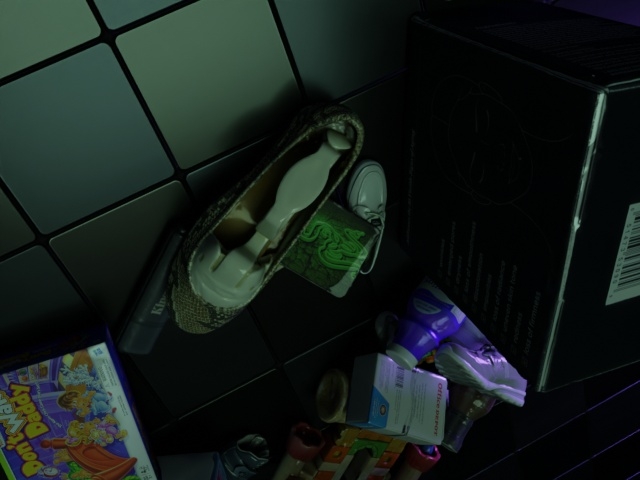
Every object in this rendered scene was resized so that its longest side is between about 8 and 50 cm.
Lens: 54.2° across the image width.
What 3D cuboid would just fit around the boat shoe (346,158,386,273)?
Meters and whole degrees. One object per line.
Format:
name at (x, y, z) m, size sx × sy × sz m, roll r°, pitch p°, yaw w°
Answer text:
boat shoe at (0.097, -0.041, 1.207) m, size 0.083 × 0.076 × 0.226 m, roll -9°, pitch 121°, yaw -19°

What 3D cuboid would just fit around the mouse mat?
mouse mat at (0.000, 0.000, 1.150) m, size 0.189 × 0.007 × 0.153 m, roll 30°, pitch 87°, yaw -12°

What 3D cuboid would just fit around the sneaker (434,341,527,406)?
sneaker at (0.341, 0.258, 1.320) m, size 0.281 × 0.105 × 0.115 m, roll 31°, pitch 72°, yaw -38°

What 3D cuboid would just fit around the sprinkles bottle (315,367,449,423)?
sprinkles bottle at (0.163, 0.383, 1.454) m, size 0.355 × 0.121 × 0.121 m, roll 18°, pitch 110°, yaw -30°

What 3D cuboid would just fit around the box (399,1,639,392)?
box at (0.366, -0.105, 1.043) m, size 0.297 × 0.472 × 0.480 m, roll -13°, pitch 122°, yaw -18°

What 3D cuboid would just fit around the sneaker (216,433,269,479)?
sneaker at (-0.165, 0.536, 1.424) m, size 0.163 × 0.086 × 0.226 m, roll -34°, pitch 125°, yaw 2°

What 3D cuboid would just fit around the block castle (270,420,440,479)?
block castle at (0.140, 0.571, 1.444) m, size 0.453 × 0.303 × 0.213 m, roll 17°, pitch 110°, yaw -31°

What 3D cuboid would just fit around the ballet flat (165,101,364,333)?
ballet flat at (-0.097, -0.031, 1.031) m, size 0.164 × 0.182 × 0.483 m, roll 38°, pitch 92°, yaw -16°

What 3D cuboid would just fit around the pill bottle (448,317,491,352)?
pill bottle at (0.375, 0.163, 1.400) m, size 0.193 × 0.108 × 0.108 m, roll -49°, pitch 127°, yaw -11°

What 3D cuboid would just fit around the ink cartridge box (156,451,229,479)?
ink cartridge box at (-0.305, 0.642, 1.340) m, size 0.270 × 0.151 × 0.395 m, roll -6°, pitch 125°, yaw 6°

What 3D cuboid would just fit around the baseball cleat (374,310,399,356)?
baseball cleat at (0.171, 0.252, 1.389) m, size 0.072 × 0.109 × 0.206 m, roll -30°, pitch 128°, yaw -11°

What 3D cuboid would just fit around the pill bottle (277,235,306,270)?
pill bottle at (-0.085, 0.022, 1.173) m, size 0.116 × 0.065 × 0.065 m, roll -30°, pitch 126°, yaw -4°

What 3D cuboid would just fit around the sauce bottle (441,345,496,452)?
sauce bottle at (0.370, 0.322, 1.446) m, size 0.111 × 0.111 × 0.344 m, roll 45°, pitch 71°, yaw -36°

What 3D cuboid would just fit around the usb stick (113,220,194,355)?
usb stick at (-0.292, 0.093, 1.137) m, size 0.077 × 0.045 × 0.278 m, roll 21°, pitch 108°, yaw -31°

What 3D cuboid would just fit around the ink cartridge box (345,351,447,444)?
ink cartridge box at (0.166, 0.342, 1.338) m, size 0.203 × 0.148 × 0.086 m, roll 25°, pitch 151°, yaw -27°

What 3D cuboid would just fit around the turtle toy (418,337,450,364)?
turtle toy at (0.257, 0.228, 1.430) m, size 0.130 × 0.066 × 0.095 m, roll -32°, pitch 122°, yaw -35°

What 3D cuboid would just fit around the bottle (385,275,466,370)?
bottle at (0.243, 0.140, 1.299) m, size 0.283 × 0.118 × 0.092 m, roll -49°, pitch 136°, yaw -18°

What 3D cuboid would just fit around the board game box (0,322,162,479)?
board game box at (-0.450, 0.348, 1.133) m, size 0.233 × 0.078 × 0.347 m, roll -17°, pitch 113°, yaw -11°
